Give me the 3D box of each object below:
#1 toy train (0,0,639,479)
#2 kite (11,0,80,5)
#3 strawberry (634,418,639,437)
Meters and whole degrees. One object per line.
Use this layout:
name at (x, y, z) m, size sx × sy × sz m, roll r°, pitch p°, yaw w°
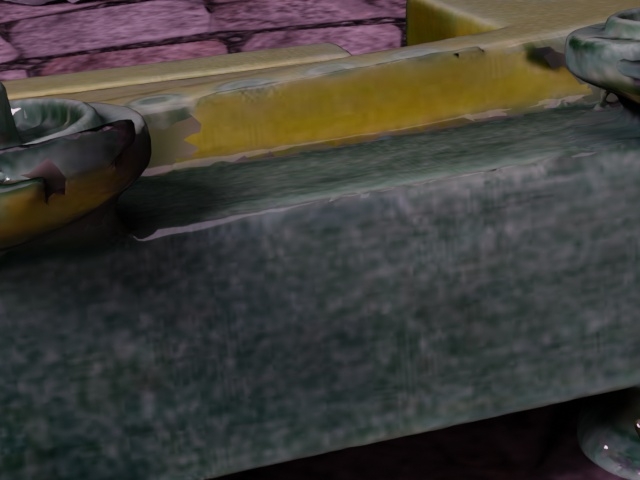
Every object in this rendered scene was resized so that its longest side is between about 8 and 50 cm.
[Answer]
toy train at (0.000, 0.000, 0.496) m, size 0.397 × 0.160 × 0.253 m, roll -11°, pitch 17°, yaw -12°
kite at (-0.142, -0.190, 1.119) m, size 0.245 × 0.015 × 0.141 m, roll 6°, pitch 27°, yaw 33°
strawberry at (0.174, 0.059, 0.362) m, size 0.192 × 0.140 × 0.085 m, roll -13°, pitch -15°, yaw 4°
